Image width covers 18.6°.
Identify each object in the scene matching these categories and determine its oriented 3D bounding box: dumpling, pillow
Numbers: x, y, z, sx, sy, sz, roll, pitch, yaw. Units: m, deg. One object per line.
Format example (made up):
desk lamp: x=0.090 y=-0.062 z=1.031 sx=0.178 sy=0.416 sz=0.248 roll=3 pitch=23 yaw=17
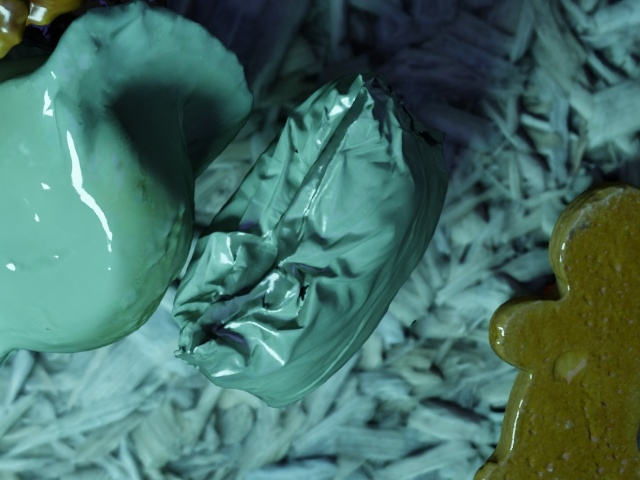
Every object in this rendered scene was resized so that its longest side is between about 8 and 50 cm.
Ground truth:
dumpling: x=-0.184 y=-0.017 z=1.487 sx=0.270 sy=0.320 sz=0.212 roll=19 pitch=62 yaw=-40
pillow: x=0.000 y=0.000 z=1.565 sx=0.138 sy=0.310 sz=0.283 roll=35 pitch=88 yaw=14

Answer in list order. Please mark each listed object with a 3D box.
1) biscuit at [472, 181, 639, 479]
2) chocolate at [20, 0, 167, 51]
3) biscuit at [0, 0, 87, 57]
biscuit: x=0.244 y=0.101 z=1.790 sx=0.205 sy=0.049 sz=0.324 roll=0 pitch=108 yaw=-20
chocolate: x=-0.260 y=-0.210 z=1.488 sx=0.321 sy=0.112 sz=0.112 roll=10 pitch=95 yaw=-20
biscuit: x=-0.301 y=-0.283 z=1.366 sx=0.318 sy=0.110 sz=0.312 roll=10 pitch=67 yaw=-20
